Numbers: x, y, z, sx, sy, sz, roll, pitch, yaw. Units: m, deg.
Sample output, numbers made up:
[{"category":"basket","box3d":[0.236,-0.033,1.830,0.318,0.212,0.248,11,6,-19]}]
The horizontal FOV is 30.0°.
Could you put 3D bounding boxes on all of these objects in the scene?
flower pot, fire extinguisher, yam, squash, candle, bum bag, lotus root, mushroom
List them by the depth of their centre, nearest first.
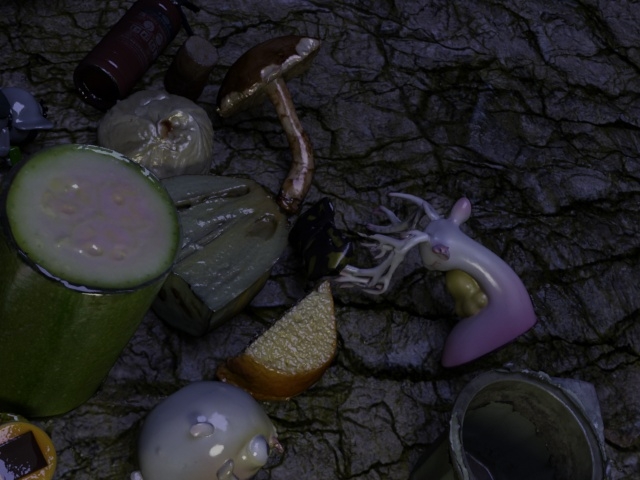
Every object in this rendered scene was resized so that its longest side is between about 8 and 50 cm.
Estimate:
[{"category":"squash","box3d":[-0.381,0.068,1.733,0.263,0.384,0.263,15,51,-19]},{"category":"flower pot","box3d":[0.281,0.380,1.922,0.290,0.259,0.290,14,53,-19]},{"category":"lotus root","box3d":[-0.193,0.006,2.021,0.267,0.149,0.260,41,51,16]},{"category":"bum bag","box3d":[0.000,0.000,2.104,0.060,0.106,0.232,41,12,-24]},{"category":"candle","box3d":[0.440,0.320,2.165,0.192,0.068,0.168,47,50,5]},{"category":"yam","box3d":[-0.241,-0.322,2.234,0.084,0.127,0.084,14,55,-21]},{"category":"fire extinguisher","box3d":[-0.328,-0.373,2.253,0.138,0.102,0.344,56,43,-26]},{"category":"mushroom","box3d":[-0.076,-0.236,2.254,0.233,0.302,0.208,-29,31,-35]}]

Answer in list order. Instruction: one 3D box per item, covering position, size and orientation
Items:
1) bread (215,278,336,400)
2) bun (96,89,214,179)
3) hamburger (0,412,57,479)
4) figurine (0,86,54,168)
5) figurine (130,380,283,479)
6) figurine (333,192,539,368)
[{"category":"bread","box3d":[-0.047,0.184,1.982,0.134,0.129,0.260,47,51,0]},{"category":"bun","box3d":[-0.285,-0.176,2.105,0.220,0.134,0.221,13,57,-20]},{"category":"hamburger","box3d":[-0.449,0.317,1.723,0.141,0.081,0.126,49,52,-4]},{"category":"figurine","box3d":[-0.537,-0.206,2.014,0.147,0.126,0.192,43,33,19]},{"category":"figurine","box3d":[-0.148,0.414,1.771,0.274,0.226,0.394,-29,84,-6]},{"category":"figurine","box3d":[0.191,0.065,2.133,0.206,0.284,0.316,-36,102,-48]}]
